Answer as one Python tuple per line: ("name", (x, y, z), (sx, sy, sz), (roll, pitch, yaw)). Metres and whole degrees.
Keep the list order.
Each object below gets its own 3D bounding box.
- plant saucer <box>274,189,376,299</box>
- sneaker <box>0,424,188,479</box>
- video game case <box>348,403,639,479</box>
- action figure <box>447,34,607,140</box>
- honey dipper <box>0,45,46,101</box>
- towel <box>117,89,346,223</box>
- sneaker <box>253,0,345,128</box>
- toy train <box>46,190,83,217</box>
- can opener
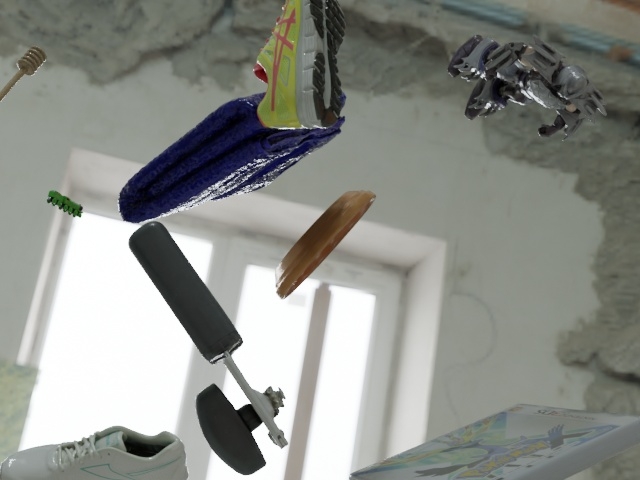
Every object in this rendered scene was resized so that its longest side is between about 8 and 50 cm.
("plant saucer", (0.000, 0.000, 1.451), (0.037, 0.200, 0.200), (42, -19, 5))
("sneaker", (-0.184, 0.176, 0.839), (0.152, 0.054, 0.061), (-2, -45, -11))
("video game case", (0.246, 0.305, 1.456), (0.329, 0.036, 0.300), (-17, 2, -25))
("action figure", (0.295, -0.224, 1.487), (0.185, 0.099, 0.285), (48, -9, -25))
("honey dipper", (-0.459, -0.226, 1.512), (0.030, 0.161, 0.030), (20, -36, 15))
("towel", (-0.096, -0.103, 1.289), (0.227, 0.076, 0.308), (-36, -4, 23))
("sneaker", (-0.031, -0.208, 1.106), (0.094, 0.209, 0.081), (-12, -33, 27))
("toy train", (-0.414, -0.059, 1.672), (0.017, 0.024, 0.083), (5, -16, 27))
("can opener", (-0.123, 0.110, 1.076), (0.093, 0.280, 0.074), (-30, -10, -9))
